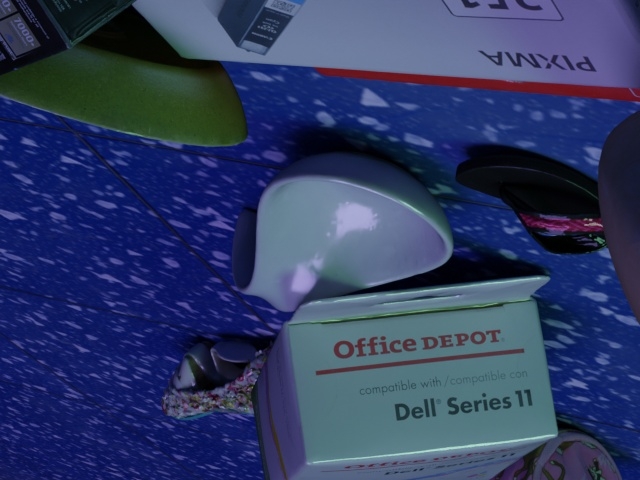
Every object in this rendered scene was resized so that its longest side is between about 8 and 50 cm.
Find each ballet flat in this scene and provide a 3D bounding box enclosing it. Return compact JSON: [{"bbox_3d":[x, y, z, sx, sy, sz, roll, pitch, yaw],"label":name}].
[{"bbox_3d":[-0.099,0.139,1.856,0.241,0.091,0.077,-10,116,50],"label":"ballet flat"}]

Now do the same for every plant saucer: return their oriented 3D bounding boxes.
[{"bbox_3d":[-0.150,-0.116,1.032,0.241,0.037,0.241,19,-166,-5],"label":"plant saucer"}]

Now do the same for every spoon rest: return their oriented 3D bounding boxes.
[{"bbox_3d":[0.000,0.000,1.290,0.137,0.084,0.276,24,163,-16],"label":"spoon rest"}]

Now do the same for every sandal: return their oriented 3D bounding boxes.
[{"bbox_3d":[0.170,-0.009,1.148,0.179,0.040,0.067,23,163,-11],"label":"sandal"}]

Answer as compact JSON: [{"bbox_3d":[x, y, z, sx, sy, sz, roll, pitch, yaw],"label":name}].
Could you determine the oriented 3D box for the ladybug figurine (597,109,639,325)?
[{"bbox_3d":[0.303,0.055,0.847,0.162,0.305,0.449,-38,141,21],"label":"ladybug figurine"}]

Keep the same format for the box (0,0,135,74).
[{"bbox_3d":[-0.173,-0.172,0.839,0.147,0.077,0.180,-9,119,57],"label":"box"}]

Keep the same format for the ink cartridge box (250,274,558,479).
[{"bbox_3d":[0.064,0.133,1.447,0.207,0.119,0.353,-6,165,-9],"label":"ink cartridge box"}]

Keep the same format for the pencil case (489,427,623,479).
[{"bbox_3d":[0.123,0.259,1.819,0.386,0.160,0.167,-1,160,46],"label":"pencil case"}]

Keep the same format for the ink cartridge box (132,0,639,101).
[{"bbox_3d":[0.051,-0.116,0.914,0.296,0.066,0.261,8,158,34],"label":"ink cartridge box"}]
